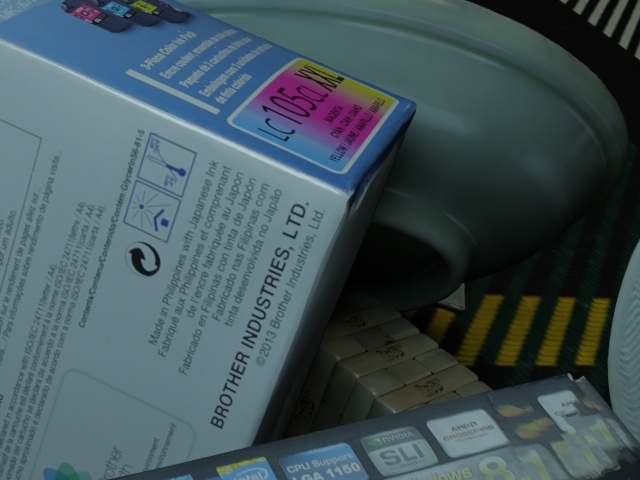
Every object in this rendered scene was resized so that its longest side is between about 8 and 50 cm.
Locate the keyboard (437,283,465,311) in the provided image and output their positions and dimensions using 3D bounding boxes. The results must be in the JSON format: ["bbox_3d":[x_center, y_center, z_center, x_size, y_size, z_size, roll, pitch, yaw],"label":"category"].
[{"bbox_3d":[0.000,0.000,1.068,0.256,0.014,0.072,19,32,-4],"label":"keyboard"}]

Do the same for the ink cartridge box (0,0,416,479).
[{"bbox_3d":[-0.187,-0.016,0.668,0.395,0.270,0.151,24,25,4],"label":"ink cartridge box"}]

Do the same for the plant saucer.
[{"bbox_3d":[-0.007,-0.029,0.832,0.400,0.400,0.100,13,69,-17],"label":"plant saucer"}]

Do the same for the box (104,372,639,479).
[{"bbox_3d":[0.004,0.215,0.468,0.395,0.097,0.318,-9,36,-20],"label":"box"}]

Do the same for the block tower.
[{"bbox_3d":[0.093,0.154,0.752,0.335,0.097,0.091,36,29,30],"label":"block tower"}]

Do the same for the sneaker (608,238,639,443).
[{"bbox_3d":[0.241,0.097,0.791,0.108,0.292,0.169,-2,16,19],"label":"sneaker"}]
